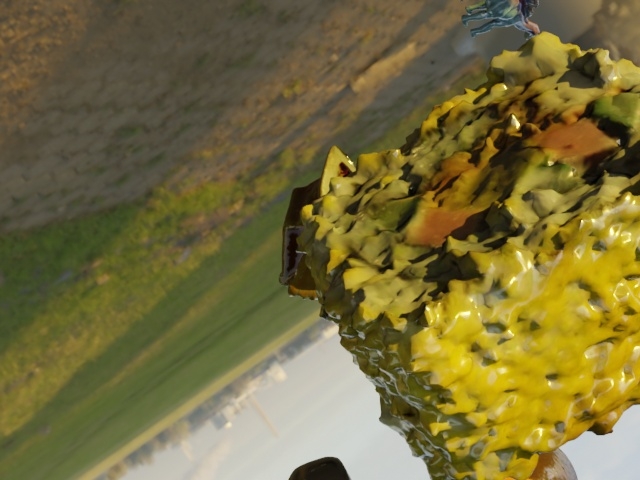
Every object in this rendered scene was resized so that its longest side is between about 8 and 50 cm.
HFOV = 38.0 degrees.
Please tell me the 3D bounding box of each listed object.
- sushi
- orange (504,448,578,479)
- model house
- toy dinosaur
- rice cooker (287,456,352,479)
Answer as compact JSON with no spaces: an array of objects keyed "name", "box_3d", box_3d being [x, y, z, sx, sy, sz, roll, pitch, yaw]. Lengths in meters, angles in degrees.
[{"name":"sushi","box_3d":[0.181,0.001,0.883,0.396,0.240,0.351,-33,-149,-2]},{"name":"orange","box_3d":[0.264,0.389,1.312,0.240,0.171,0.240,-36,152,-23]},{"name":"model house","box_3d":[-0.005,0.003,1.716,0.239,0.173,0.268,-38,-158,33]},{"name":"toy dinosaur","box_3d":[0.179,-0.241,0.932,0.080,0.045,0.197,-14,162,22]},{"name":"rice cooker","box_3d":[0.008,0.459,1.518,0.118,0.203,0.142,-6,169,-17]}]
